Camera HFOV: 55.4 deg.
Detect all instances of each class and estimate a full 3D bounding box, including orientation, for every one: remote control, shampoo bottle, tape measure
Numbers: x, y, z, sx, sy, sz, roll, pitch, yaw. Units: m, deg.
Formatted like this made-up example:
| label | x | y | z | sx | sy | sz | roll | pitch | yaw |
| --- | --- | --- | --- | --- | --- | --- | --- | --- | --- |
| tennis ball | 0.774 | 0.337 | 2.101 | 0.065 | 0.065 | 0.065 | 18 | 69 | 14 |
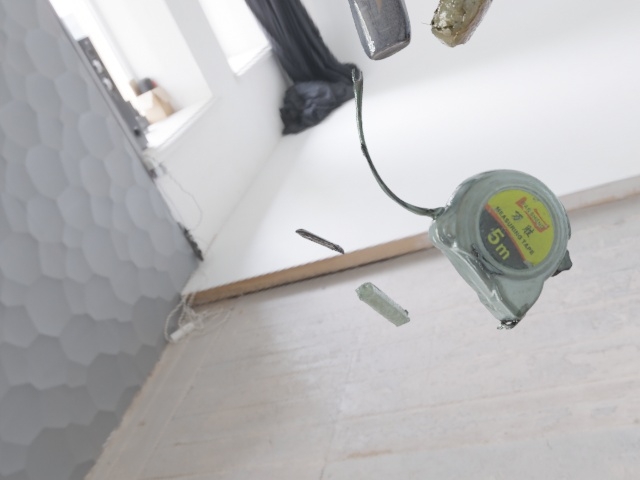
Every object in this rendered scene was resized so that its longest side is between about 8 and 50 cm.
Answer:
| label | x | y | z | sx | sy | sz | roll | pitch | yaw |
| --- | --- | --- | --- | --- | --- | --- | --- | --- | --- |
| remote control | 0.000 | 0.000 | 1.072 | 0.096 | 0.039 | 0.014 | 23 | 82 | 31 |
| shampoo bottle | 0.074 | -0.396 | 0.923 | 0.087 | 0.234 | 0.049 | -18 | -5 | 41 |
| tape measure | 0.154 | -0.069 | 0.703 | 0.164 | 0.330 | 0.084 | -39 | 2 | -20 |

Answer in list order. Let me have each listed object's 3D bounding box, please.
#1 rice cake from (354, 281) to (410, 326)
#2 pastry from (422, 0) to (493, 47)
| label | x | y | z | sx | sy | sz | roll | pitch | yaw |
| --- | --- | --- | --- | --- | --- | --- | --- | --- | --- |
| rice cake | 0.078 | 0.079 | 0.737 | 0.022 | 0.121 | 0.022 | -28 | 55 | 17 |
| pastry | 0.256 | -0.415 | 1.081 | 0.153 | 0.081 | 0.153 | -44 | -15 | -15 |
